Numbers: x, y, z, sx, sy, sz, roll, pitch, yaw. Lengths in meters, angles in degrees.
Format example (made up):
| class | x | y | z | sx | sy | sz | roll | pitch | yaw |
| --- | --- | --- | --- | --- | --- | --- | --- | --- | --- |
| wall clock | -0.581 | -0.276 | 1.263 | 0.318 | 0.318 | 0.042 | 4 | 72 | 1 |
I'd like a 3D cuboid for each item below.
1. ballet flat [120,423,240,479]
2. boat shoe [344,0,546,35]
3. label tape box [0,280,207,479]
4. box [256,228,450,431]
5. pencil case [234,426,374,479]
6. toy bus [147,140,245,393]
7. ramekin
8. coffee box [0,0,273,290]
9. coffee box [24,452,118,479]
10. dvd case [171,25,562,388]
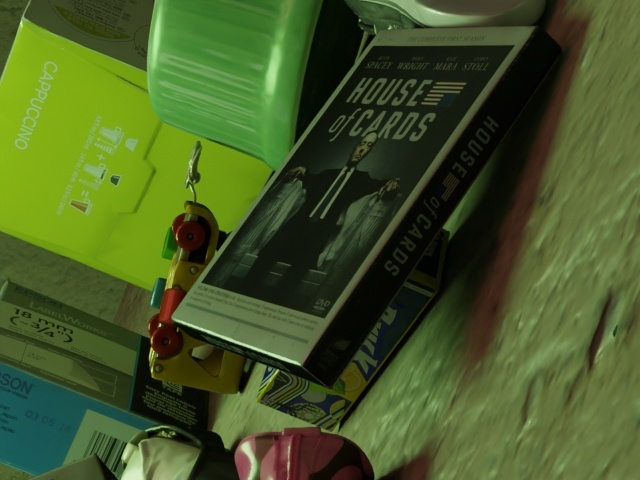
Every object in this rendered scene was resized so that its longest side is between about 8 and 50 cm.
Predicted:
| class | x | y | z | sx | sy | sz | roll | pitch | yaw |
| --- | --- | --- | --- | --- | --- | --- | --- | --- | --- |
| ballet flat | -0.116 | 0.199 | 1.365 | 0.280 | 0.096 | 0.095 | 180 | 114 | -80 |
| boat shoe | 0.080 | -0.151 | 1.132 | 0.080 | 0.076 | 0.228 | -35 | 30 | -19 |
| label tape box | -0.247 | 0.145 | 1.785 | 0.334 | 0.240 | 0.106 | -100 | 34 | -73 |
| box | 0.019 | 0.050 | 1.079 | 0.169 | 0.059 | 0.054 | 122 | 167 | -45 |
| pencil case | -0.030 | 0.198 | 0.910 | 0.098 | 0.095 | 0.209 | 68 | -150 | -50 |
| toy bus | -0.097 | 0.044 | 1.586 | 0.202 | 0.104 | 0.191 | 113 | 167 | -49 |
| ramekin | -0.048 | -0.221 | 1.577 | 0.303 | 0.148 | 0.303 | 17 | -90 | -83 |
| coffee box | -0.219 | -0.184 | 2.115 | 0.334 | 0.338 | 0.337 | -77 | 13 | -46 |
| coffee box | -0.292 | 0.296 | 1.411 | 0.168 | 0.297 | 0.119 | 82 | 166 | -72 |
| dvd case | 0.023 | -0.029 | 1.011 | 0.239 | 0.029 | 0.179 | -55 | 27 | -12 |
